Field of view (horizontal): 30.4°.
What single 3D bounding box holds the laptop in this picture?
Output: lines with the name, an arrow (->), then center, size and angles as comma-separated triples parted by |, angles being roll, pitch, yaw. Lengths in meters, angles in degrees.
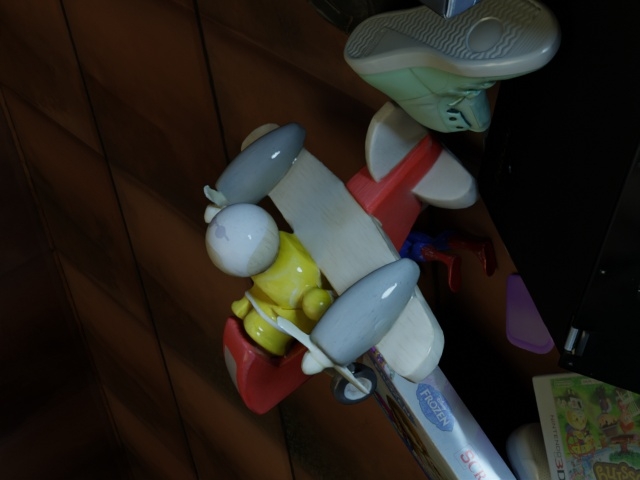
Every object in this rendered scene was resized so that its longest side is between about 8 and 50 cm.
laptop -> 0.339, -0.069, 1.064 | 0.408, 0.236, 0.382 | 19, 133, 12

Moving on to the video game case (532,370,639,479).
video game case -> 0.340, 0.240, 1.332 | 0.212, 0.023, 0.193 | -15, 84, 52

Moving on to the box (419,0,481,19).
box -> 0.100, -0.369, 0.883 | 0.343, 0.313, 0.179 | 41, 149, 31

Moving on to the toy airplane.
toy airplane -> 0.000, 0.000, 1.386 | 0.386, 0.272, 0.384 | -18, 64, 53

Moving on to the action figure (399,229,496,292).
action figure -> 0.106, 0.037, 1.557 | 0.280, 0.091, 0.139 | 24, 126, 50

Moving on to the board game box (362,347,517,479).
board game box -> 0.169, 0.278, 1.623 | 0.318, 0.066, 0.318 | 55, 172, 14

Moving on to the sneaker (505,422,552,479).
sneaker -> 0.360, 0.308, 1.423 | 0.292, 0.108, 0.169 | 51, 139, 23

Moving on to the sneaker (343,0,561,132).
sneaker -> 0.160, -0.171, 1.173 | 0.256, 0.094, 0.151 | 6, 157, 49

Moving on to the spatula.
spatula -> 0.227, 0.002, 1.382 | 0.084, 0.030, 0.296 | 19, 134, 51

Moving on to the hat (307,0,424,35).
hat -> 0.040, -0.319, 1.251 | 0.331, 0.134, 0.331 | 43, 151, 31
